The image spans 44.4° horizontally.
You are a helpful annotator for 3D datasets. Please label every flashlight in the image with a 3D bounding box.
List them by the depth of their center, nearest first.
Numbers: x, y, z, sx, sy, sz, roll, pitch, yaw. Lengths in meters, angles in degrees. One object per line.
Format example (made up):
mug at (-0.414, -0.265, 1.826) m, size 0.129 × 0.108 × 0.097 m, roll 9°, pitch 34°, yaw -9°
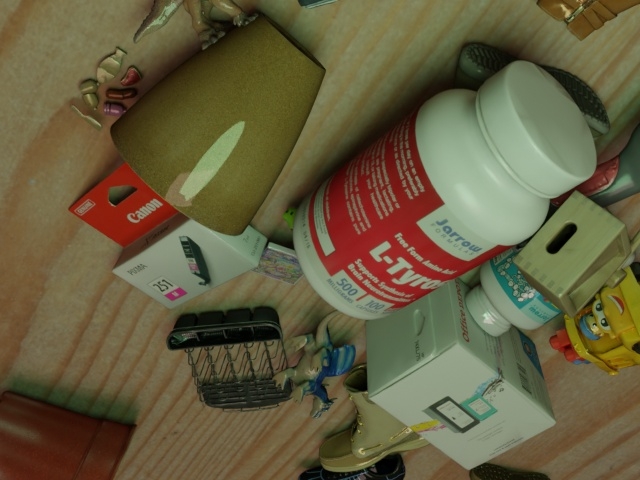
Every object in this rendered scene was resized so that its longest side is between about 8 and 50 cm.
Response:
flashlight at (0.399, -0.095, 1.140) m, size 0.304 × 0.103 × 0.103 m, roll -24°, pitch 141°, yaw 21°

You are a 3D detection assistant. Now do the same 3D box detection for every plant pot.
plant pot at (-0.120, -0.179, 1.090) m, size 0.237 × 0.237 × 0.254 m, roll 36°, pitch 104°, yaw -23°
plant pot at (-0.537, 0.436, 1.527) m, size 0.265 × 0.272 × 0.272 m, roll 25°, pitch 124°, yaw -8°

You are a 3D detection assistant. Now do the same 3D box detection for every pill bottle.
pill bottle at (0.163, -0.062, 1.095) m, size 0.229 × 0.229 × 0.407 m, roll 33°, pitch 136°, yaw -22°
pill bottle at (0.365, 0.049, 1.284) m, size 0.146 × 0.146 × 0.264 m, roll 35°, pitch 120°, yaw -23°

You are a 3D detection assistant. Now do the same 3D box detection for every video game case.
video game case at (-0.065, 0.041, 1.330) m, size 0.087 × 0.011 × 0.122 m, roll 19°, pitch 153°, yaw -13°

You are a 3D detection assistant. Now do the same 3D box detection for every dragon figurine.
dragon figurine at (0.005, 0.210, 1.429) m, size 0.085 × 0.144 × 0.289 m, roll 35°, pitch 117°, yaw 26°

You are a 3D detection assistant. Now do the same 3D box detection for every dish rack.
dish rack at (-0.156, 0.240, 1.478) m, size 0.208 × 0.074 × 0.271 m, roll -5°, pitch 127°, yaw 5°

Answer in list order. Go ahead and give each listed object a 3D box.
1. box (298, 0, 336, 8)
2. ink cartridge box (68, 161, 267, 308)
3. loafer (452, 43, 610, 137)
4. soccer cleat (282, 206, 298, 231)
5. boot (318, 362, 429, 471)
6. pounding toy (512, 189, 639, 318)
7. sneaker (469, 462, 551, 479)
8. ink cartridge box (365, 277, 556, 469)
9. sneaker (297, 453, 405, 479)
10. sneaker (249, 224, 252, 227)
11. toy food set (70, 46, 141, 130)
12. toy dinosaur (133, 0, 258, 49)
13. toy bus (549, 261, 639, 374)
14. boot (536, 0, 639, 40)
box at (0.018, -0.492, 0.788) m, size 0.212 × 0.293 × 0.395 m, roll -14°, pitch 125°, yaw 10°
ink cartridge box at (-0.256, -0.006, 1.242) m, size 0.239 × 0.060 × 0.275 m, roll 37°, pitch 142°, yaw -24°
loafer at (0.302, -0.203, 1.141) m, size 0.251 × 0.094 × 0.087 m, roll 21°, pitch 136°, yaw -9°
soccer cleat at (0.000, 0.000, 1.310) m, size 0.060 × 0.072 × 0.179 m, roll -53°, pitch 139°, yaw -12°
boot at (0.081, 0.346, 1.543) m, size 0.262 × 0.095 × 0.203 m, roll -21°, pitch 122°, yaw 19°
pounding toy at (0.375, 0.010, 1.105) m, size 0.181 × 0.094 × 0.206 m, roll -49°, pitch 150°, yaw 3°
sneaker at (0.404, 0.544, 1.706) m, size 0.192 × 0.064 × 0.086 m, roll 12°, pitch 121°, yaw -12°
ink cartridge box at (0.240, 0.227, 1.388) m, size 0.197 × 0.198 × 0.270 m, roll -38°, pitch 117°, yaw 26°
sneaker at (0.065, 0.492, 1.667) m, size 0.232 × 0.081 × 0.090 m, roll -3°, pitch 124°, yaw -6°
sneaker at (-0.151, 0.019, 1.330) m, size 0.118 × 0.042 × 0.067 m, roll -36°, pitch 116°, yaw 22°
toy food set at (-0.310, -0.223, 1.166) m, size 0.122 × 0.019 × 0.078 m, roll -40°, pitch 118°, yaw 17°
toy dinosaur at (-0.146, -0.370, 0.997) m, size 0.295 × 0.127 × 0.200 m, roll -19°, pitch 115°, yaw 34°
toy bus at (0.489, 0.150, 1.337) m, size 0.211 × 0.149 × 0.220 m, roll -23°, pitch 150°, yaw 26°
boot at (0.404, -0.326, 1.051) m, size 0.197 × 0.073 × 0.152 m, roll 33°, pitch 120°, yaw -8°
